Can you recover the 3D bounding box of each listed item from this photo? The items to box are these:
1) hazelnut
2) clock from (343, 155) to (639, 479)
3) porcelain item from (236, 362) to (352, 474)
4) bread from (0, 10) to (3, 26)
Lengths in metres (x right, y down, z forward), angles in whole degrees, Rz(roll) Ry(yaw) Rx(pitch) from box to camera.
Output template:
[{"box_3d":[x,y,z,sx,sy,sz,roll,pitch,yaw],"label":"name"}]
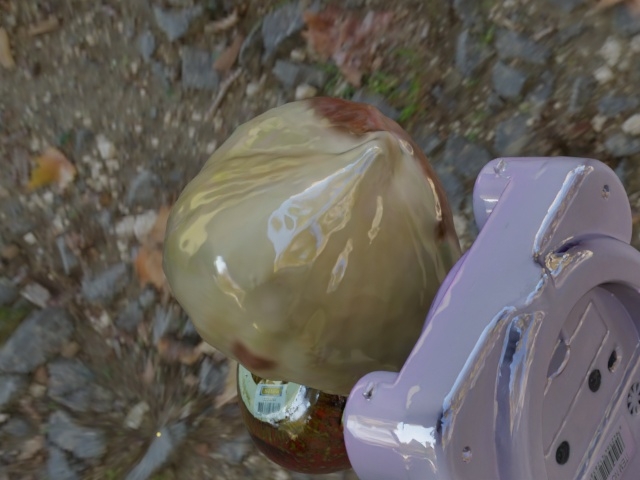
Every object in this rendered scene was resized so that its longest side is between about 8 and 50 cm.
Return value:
[{"box_3d":[0.000,0.000,1.156,0.261,0.241,0.261,17,55,-27],"label":"hazelnut"},{"box_3d":[0.177,0.130,1.079,0.295,0.113,0.322,-58,131,-28],"label":"clock"},{"box_3d":[0.030,0.153,1.664,0.253,0.253,0.253,1,82,-6],"label":"porcelain item"},{"box_3d":[-0.404,-0.251,1.619,0.082,0.113,0.060,20,81,25],"label":"bread"}]
